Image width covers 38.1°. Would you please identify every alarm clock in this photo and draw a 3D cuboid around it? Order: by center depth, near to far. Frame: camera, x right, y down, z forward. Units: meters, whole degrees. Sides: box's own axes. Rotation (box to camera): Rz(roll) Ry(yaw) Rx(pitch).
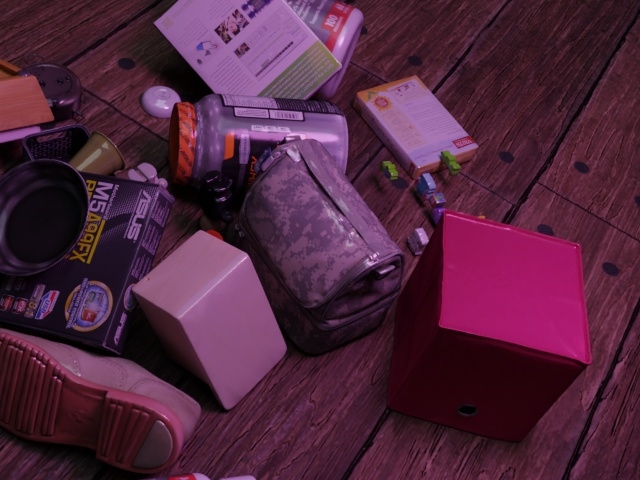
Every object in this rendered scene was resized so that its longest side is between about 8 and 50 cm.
[{"bbox_3d":[-0.541,-0.306,1.816,0.129,0.064,0.192,-13,53,-27],"label":"alarm clock"}]

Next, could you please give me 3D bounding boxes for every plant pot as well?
[{"bbox_3d":[-0.395,-0.133,1.598,0.083,0.083,0.079,39,62,15],"label":"plant pot"}]

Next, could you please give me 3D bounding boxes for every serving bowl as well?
[{"bbox_3d":[-0.324,-0.288,1.891,0.083,0.027,0.083,9,48,-11],"label":"serving bowl"}]

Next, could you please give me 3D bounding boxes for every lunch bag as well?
[{"bbox_3d":[0.000,0.000,1.595,0.213,0.256,0.305,-20,61,-31],"label":"lunch bag"}]

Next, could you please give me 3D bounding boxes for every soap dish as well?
[{"bbox_3d":[-0.655,-0.249,1.621,0.229,0.118,0.291,28,32,33],"label":"soap dish"}]

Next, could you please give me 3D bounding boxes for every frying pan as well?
[{"bbox_3d":[-0.508,-0.020,1.463,0.326,0.053,0.197,-13,66,11],"label":"frying pan"}]

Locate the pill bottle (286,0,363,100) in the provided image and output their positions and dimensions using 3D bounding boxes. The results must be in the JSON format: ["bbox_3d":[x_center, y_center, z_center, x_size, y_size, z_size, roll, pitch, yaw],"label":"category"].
[{"bbox_3d":[-0.109,-0.460,1.983,0.363,0.210,0.210,23,48,2],"label":"pill bottle"}]

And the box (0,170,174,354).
[{"bbox_3d":[-0.375,0.027,1.468,0.216,0.060,0.270,10,72,21],"label":"box"}]

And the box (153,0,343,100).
[{"bbox_3d":[-0.144,-0.390,1.861,0.322,0.232,0.058,49,8,0],"label":"box"}]

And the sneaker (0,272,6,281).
[{"bbox_3d":[-0.599,0.009,1.518,0.234,0.078,0.106,15,46,-8],"label":"sneaker"}]

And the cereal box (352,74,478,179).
[{"bbox_3d":[0.205,-0.249,2.016,0.173,0.047,0.240,-20,61,-29],"label":"cereal box"}]

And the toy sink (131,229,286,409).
[{"bbox_3d":[-0.174,0.128,1.481,0.131,0.234,0.153,25,58,38],"label":"toy sink"}]

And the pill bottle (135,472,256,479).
[{"bbox_3d":[-0.222,0.402,1.253,0.283,0.161,0.161,-3,52,-20],"label":"pill bottle"}]

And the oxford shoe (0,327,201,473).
[{"bbox_3d":[-0.371,0.227,1.402,0.397,0.140,0.146,24,17,9],"label":"oxford shoe"}]

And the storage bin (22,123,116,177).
[{"bbox_3d":[-0.449,-0.111,1.664,0.122,0.084,0.180,-19,58,-30],"label":"storage bin"}]

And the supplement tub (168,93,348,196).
[{"bbox_3d":[-0.121,-0.176,1.752,0.316,0.193,0.193,1,51,-16],"label":"supplement tub"}]

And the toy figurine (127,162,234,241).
[{"bbox_3d":[-0.257,-0.016,1.614,0.210,0.148,0.213,5,52,-6],"label":"toy figurine"}]

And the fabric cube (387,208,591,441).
[{"bbox_3d":[0.278,0.148,1.566,0.254,0.258,0.259,16,48,-6],"label":"fabric cube"}]

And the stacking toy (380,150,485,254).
[{"bbox_3d":[0.227,-0.077,1.862,0.167,0.052,0.221,-9,63,-26],"label":"stacking toy"}]
